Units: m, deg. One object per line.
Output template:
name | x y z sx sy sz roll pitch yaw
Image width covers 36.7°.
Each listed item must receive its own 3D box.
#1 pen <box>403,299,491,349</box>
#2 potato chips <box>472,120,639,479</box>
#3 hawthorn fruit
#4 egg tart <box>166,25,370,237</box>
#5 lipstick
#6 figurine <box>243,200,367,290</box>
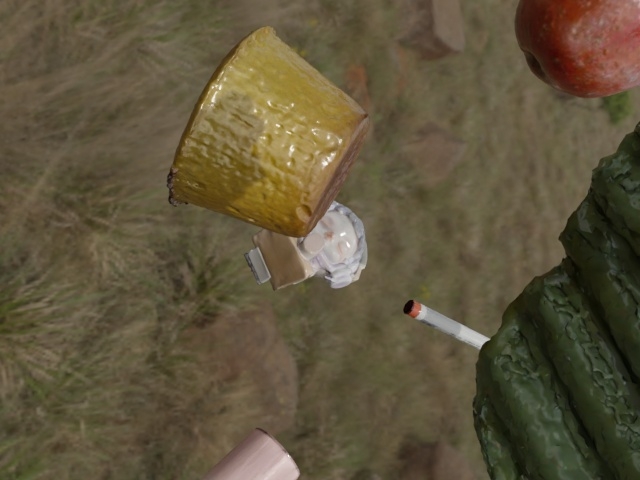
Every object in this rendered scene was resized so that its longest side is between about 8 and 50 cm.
pen | 0.227 0.148 1.522 0.239 0.028 0.028 27 50 -28
potato chips | 0.241 0.121 0.517 0.070 0.358 0.429 -1 50 -31
hawthorn fruit | 0.441 -0.358 1.510 0.284 0.284 0.284 -12 90 -68
egg tart | -0.055 -0.104 1.007 0.215 0.171 0.215 -59 173 -11
lipstick | -0.170 0.374 1.199 0.327 0.087 0.087 -41 124 -22
figurine | -0.002 0.001 1.549 0.237 0.141 0.162 -13 75 -52
